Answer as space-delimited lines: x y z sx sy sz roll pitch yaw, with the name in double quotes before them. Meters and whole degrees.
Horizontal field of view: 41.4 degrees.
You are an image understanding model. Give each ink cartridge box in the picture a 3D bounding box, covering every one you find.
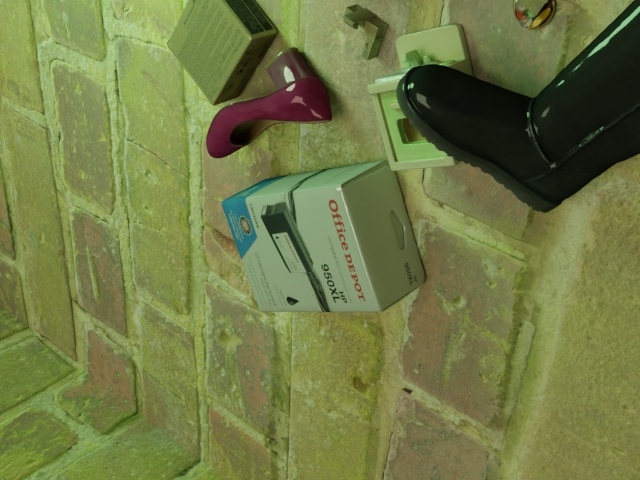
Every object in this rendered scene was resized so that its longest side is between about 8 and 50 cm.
"ink cartridge box" -0.223 -0.450 1.891 0.193 0.088 0.235 54 140 10
"ink cartridge box" 0.000 0.000 1.861 0.395 0.166 0.285 -5 109 46

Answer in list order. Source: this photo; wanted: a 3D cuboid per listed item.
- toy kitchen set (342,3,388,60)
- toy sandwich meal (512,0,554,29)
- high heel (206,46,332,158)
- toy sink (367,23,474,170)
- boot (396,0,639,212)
"toy kitchen set" 0.070 -0.400 1.637 0.083 0.068 0.075 40 135 23
"toy sandwich meal" 0.348 -0.386 1.393 0.085 0.029 0.085 24 127 35
"high heel" -0.124 -0.243 1.871 0.377 0.127 0.181 -42 70 45
"toy sink" 0.189 -0.258 1.550 0.153 0.131 0.234 0 112 45
"boot" 0.381 -0.253 1.276 0.367 0.146 0.445 29 146 -17
